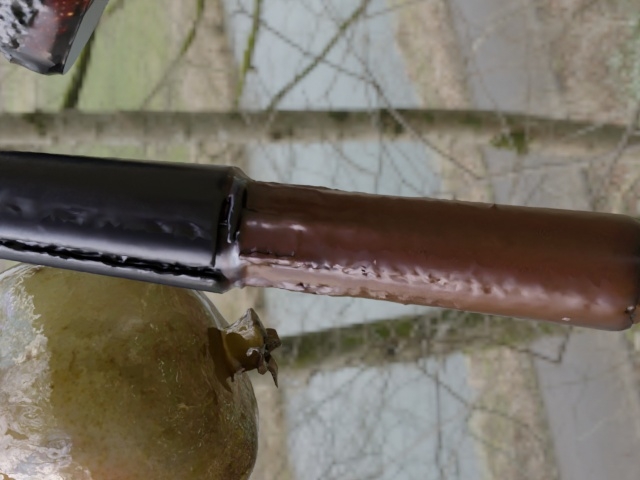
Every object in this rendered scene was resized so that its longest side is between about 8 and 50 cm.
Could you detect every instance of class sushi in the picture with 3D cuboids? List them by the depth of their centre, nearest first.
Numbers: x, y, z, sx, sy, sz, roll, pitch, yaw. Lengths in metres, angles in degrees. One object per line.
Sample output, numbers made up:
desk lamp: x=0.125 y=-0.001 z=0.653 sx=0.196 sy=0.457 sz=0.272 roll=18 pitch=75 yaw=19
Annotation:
sushi: x=-0.198 y=-0.237 z=0.920 sx=0.225 sy=0.126 sz=0.136 roll=-59 pitch=7 yaw=17

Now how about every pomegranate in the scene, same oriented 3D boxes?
pomegranate: x=-0.188 y=0.145 z=1.162 sx=0.319 sy=0.319 sz=0.319 roll=180 pitch=90 yaw=-77

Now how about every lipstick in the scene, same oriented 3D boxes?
lipstick: x=0.000 y=0.000 z=0.739 sx=0.077 sy=0.419 sz=0.077 roll=7 pitch=-90 yaw=-84
